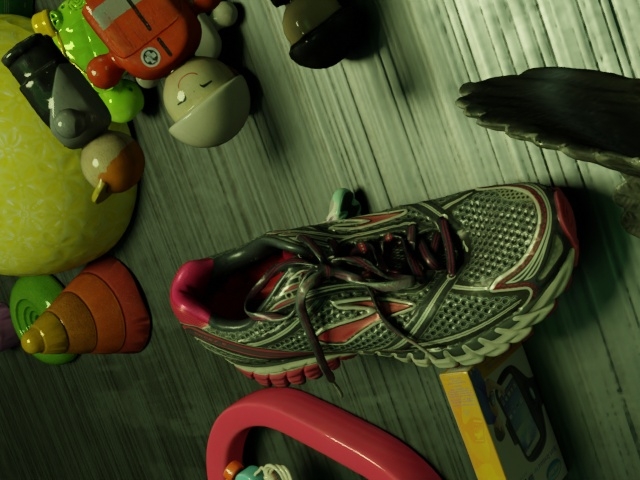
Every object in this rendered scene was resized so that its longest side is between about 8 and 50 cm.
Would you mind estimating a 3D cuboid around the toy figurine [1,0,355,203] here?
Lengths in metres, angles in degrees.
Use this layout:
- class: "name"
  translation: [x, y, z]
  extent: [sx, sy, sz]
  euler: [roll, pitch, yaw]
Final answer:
- class: "toy figurine"
  translation: [-0.103, -0.140, 0.609]
  extent: [0.209, 0.213, 0.148]
  euler: [-25, 106, 46]

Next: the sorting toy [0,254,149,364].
- class: "sorting toy"
  translation: [-0.363, 0.110, 0.981]
  extent: [0.365, 0.126, 0.127]
  euler: [-12, 99, 42]

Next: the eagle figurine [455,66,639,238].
- class: "eagle figurine"
  translation: [0.248, -0.045, 0.369]
  extent: [0.298, 0.225, 0.226]
  euler: [-26, 99, 32]

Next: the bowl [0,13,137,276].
- class: "bowl"
  translation: [-0.351, -0.075, 0.836]
  extent: [0.289, 0.156, 0.289]
  euler: [11, 117, 23]

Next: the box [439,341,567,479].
- class: "box"
  translation: [0.139, 0.143, 0.598]
  extent: [0.028, 0.081, 0.136]
  euler: [-19, 94, 42]

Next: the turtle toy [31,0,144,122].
- class: "turtle toy"
  translation: [-0.206, -0.175, 0.770]
  extent: [0.095, 0.066, 0.130]
  euler: [-17, 96, 5]

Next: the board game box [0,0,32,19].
- class: "board game box"
  translation: [-0.409, -0.262, 0.927]
  extent: [0.213, 0.046, 0.317]
  euler: [31, 124, 27]

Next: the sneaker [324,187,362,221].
- class: "sneaker"
  translation: [0.000, 0.000, 0.688]
  extent: [0.069, 0.038, 0.098]
  euler: [13, 114, 36]

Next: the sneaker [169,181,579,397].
- class: "sneaker"
  translation: [0.031, 0.032, 0.572]
  extent: [0.299, 0.112, 0.121]
  euler: [-20, 54, 25]

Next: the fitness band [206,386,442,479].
- class: "fitness band"
  translation: [0.009, 0.258, 0.778]
  extent: [0.290, 0.054, 0.209]
  euler: [19, 116, 33]

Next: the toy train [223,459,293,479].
- class: "toy train"
  translation: [-0.027, 0.270, 0.749]
  extent: [0.125, 0.046, 0.166]
  euler: [-12, 99, 40]
